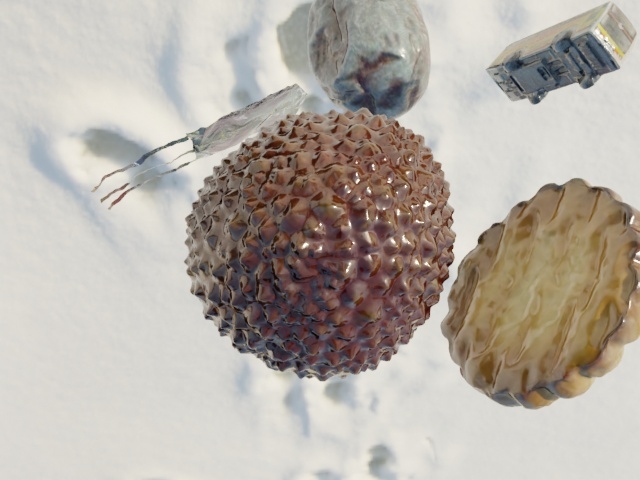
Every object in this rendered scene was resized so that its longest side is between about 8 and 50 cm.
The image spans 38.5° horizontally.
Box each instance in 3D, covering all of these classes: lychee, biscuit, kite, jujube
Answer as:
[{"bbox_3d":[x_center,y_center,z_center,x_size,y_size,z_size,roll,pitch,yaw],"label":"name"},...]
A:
[{"bbox_3d":[0.000,0.000,0.913,0.275,0.276,0.304,3,168,-12],"label":"lychee"},{"bbox_3d":[0.308,0.075,1.223,0.107,0.326,0.325,30,131,-28],"label":"biscuit"},{"bbox_3d":[-0.180,-0.148,1.407,0.360,0.022,0.204,-27,174,-7],"label":"kite"},{"bbox_3d":[0.100,-0.373,1.776,0.215,0.308,0.246,11,150,-36],"label":"jujube"}]

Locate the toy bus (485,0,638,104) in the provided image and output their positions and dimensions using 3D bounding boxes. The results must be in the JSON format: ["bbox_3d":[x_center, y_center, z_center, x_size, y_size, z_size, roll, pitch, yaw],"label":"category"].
[{"bbox_3d":[0.373,-0.288,1.431,0.092,0.106,0.268,46,160,-15],"label":"toy bus"}]

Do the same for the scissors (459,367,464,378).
[{"bbox_3d":[0.300,0.120,1.533,0.144,0.248,0.017,-18,133,27],"label":"scissors"}]
